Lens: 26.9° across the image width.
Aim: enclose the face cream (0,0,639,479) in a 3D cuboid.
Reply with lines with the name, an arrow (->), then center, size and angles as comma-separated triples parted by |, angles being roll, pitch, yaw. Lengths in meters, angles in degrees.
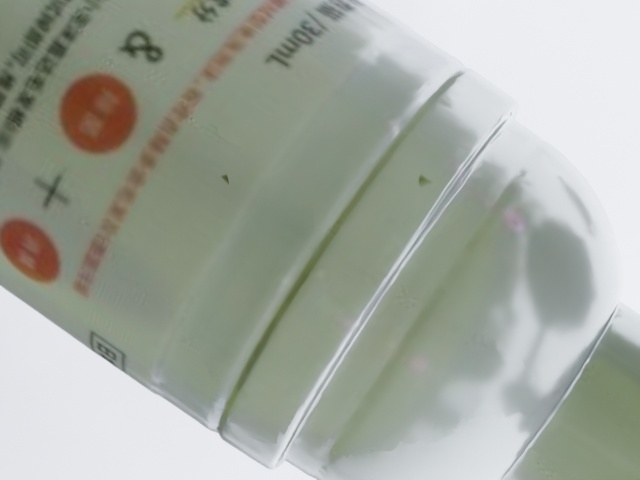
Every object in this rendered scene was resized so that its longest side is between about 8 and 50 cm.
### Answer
face cream -> 0.000, 0.000, 0.431 | 0.145, 0.370, 0.145 | -54, 174, -8
